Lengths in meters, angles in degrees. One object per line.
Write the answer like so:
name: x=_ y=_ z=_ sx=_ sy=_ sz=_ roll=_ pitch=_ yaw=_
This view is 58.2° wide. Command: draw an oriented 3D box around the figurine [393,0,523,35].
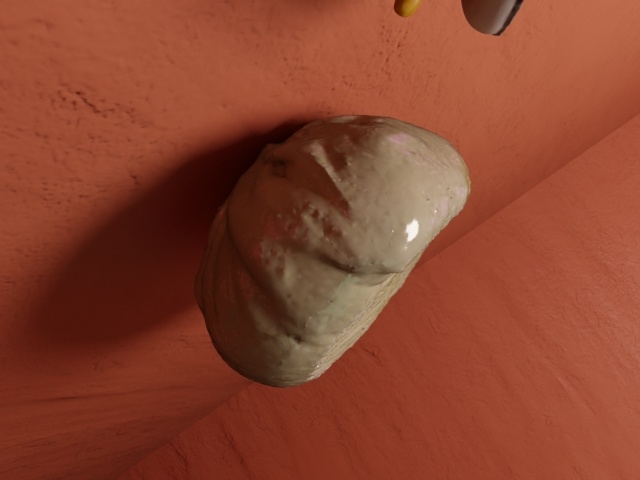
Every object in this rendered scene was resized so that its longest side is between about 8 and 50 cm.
figurine: x=0.072 y=-0.257 z=0.365 sx=0.141 sy=0.167 sz=0.250 roll=4 pitch=129 yaw=2

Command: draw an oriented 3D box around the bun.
bun: x=0.000 y=0.000 z=0.673 sx=0.365 sy=0.219 sz=0.365 roll=-46 pitch=169 yaw=-11
